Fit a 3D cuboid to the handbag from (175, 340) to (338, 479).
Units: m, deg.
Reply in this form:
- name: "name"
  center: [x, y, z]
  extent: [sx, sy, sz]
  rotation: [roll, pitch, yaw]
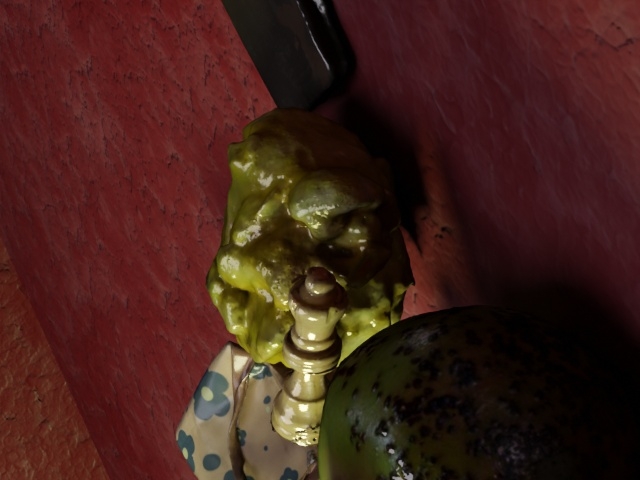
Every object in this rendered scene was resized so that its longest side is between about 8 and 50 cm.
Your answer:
- name: "handbag"
  center: [-0.023, 0.215, 1.592]
  extent: [0.251, 0.190, 0.193]
  rotation: [54, 139, 27]

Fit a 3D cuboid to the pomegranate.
- name: "pomegranate"
  center: [0.084, 0.201, 1.127]
  extent: [0.285, 0.340, 0.285]
  rotation: [43, 145, 41]

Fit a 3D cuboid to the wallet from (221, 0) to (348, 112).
- name: "wallet"
  center: [-0.071, -0.264, 1.374]
  extent: [0.310, 0.042, 0.165]
  rotation: [64, 159, 2]

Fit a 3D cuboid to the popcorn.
- name: "popcorn"
  center: [0.000, 0.000, 1.322]
  extent: [0.266, 0.192, 0.233]
  rotation: [167, 109, -71]

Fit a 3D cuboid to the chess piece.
- name: "chess piece"
  center: [-0.008, 0.090, 1.207]
  extent: [0.060, 0.060, 0.172]
  rotation: [46, 143, 38]
